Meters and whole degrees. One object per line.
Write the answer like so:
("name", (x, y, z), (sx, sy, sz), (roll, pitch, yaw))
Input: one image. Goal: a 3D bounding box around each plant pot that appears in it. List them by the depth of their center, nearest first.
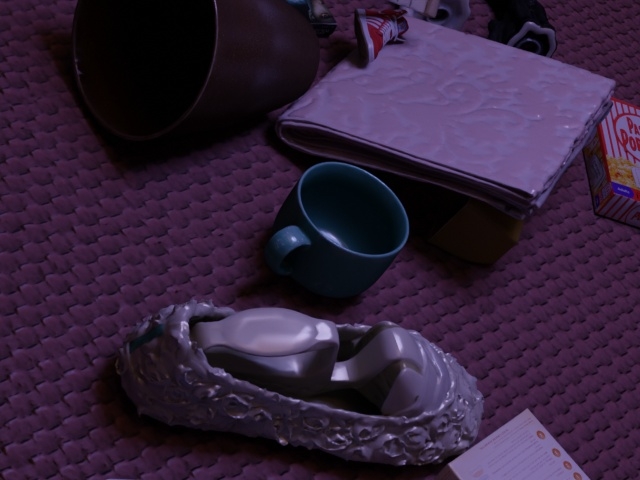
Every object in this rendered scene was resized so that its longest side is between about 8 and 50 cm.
("plant pot", (-0.114, -0.211, 1.650), (0.230, 0.215, 0.215), (-1, 51, -51))
("plant pot", (0.186, -0.022, 1.745), (0.083, 0.081, 0.081), (35, 41, -11))

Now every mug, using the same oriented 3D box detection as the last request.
("mug", (0.003, -0.006, 1.593), (0.157, 0.097, 0.129), (11, 47, -24))

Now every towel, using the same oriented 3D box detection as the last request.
("towel", (0.157, -0.153, 1.786), (0.317, 0.053, 0.332), (20, 35, 18))

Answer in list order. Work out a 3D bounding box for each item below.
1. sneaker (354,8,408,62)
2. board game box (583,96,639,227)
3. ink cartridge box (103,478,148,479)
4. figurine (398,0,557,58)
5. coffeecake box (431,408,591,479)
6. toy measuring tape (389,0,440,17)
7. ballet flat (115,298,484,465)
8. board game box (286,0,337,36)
("sneaker", (0.078, -0.250, 1.831), (0.067, 0.042, 0.118), (0, 32, -4))
("board game box", (0.419, -0.097, 1.989), (0.146, 0.045, 0.193), (17, 44, -20))
("ink cartridge box", (-0.087, 0.301, 1.302), (0.232, 0.066, 0.189), (17, 40, -50))
("figurine", (0.203, -0.333, 2.048), (0.214, 0.092, 0.209), (18, 36, -17))
("coffeecake box", (0.210, 0.278, 1.487), (0.142, 0.068, 0.185), (-25, 68, -45))
("toy measuring tape", (-0.020, -0.333, 1.821), (0.330, 0.121, 0.121), (16, 45, -15))
("ballet flat", (0.010, 0.130, 1.447), (0.408, 0.147, 0.147), (8, 48, -28))
("board game box", (-0.082, -0.303, 1.867), (0.186, 0.026, 0.126), (-6, 56, -37))
